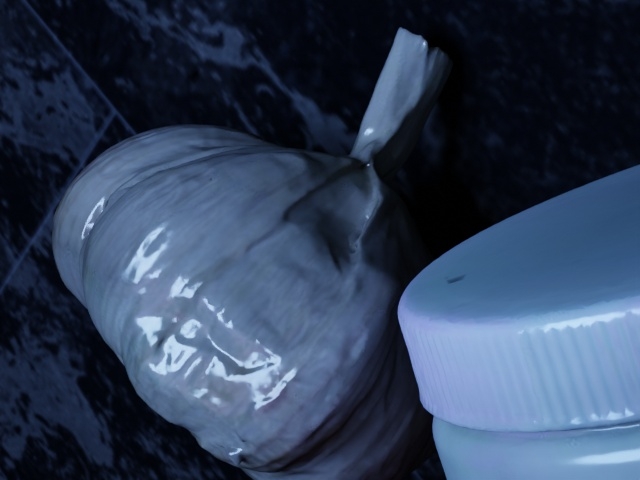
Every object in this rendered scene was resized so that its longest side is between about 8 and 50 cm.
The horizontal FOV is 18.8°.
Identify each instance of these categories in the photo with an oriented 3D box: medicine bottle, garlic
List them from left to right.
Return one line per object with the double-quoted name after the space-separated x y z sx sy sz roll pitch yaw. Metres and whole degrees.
0.000 0.000 0.916 0.218 0.218 0.212 41 97 20 "garlic"
0.182 0.094 0.729 0.252 0.252 0.240 -12 101 44 "medicine bottle"
